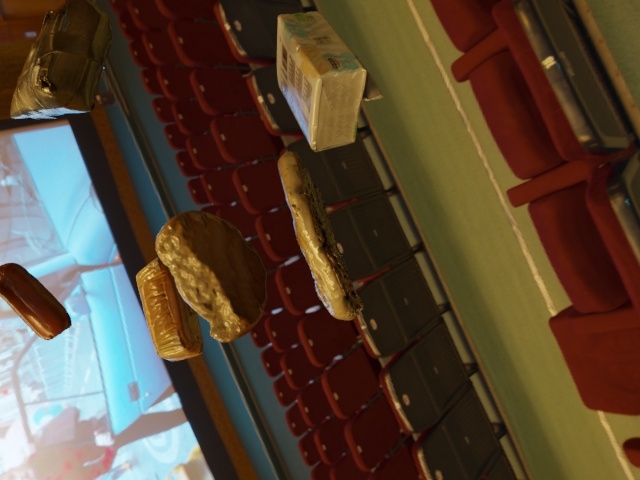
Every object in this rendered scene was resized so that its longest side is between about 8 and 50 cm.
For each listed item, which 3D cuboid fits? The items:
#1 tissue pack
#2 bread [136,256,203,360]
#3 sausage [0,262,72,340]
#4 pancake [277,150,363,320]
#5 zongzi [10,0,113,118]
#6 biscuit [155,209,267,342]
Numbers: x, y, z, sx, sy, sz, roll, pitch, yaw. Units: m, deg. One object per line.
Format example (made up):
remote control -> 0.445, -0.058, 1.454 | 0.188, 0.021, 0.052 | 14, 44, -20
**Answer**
tissue pack -> 0.015, -0.309, 0.860 | 0.159, 0.145, 0.229 | 96, 156, -49
bread -> -0.420, 0.197, 1.266 | 0.288, 0.119, 0.152 | 64, 180, 25
sausage -> -0.625, 0.129, 0.977 | 0.197, 0.076, 0.076 | 48, 150, -4
pancake -> 0.001, -0.001, 0.974 | 0.382, 0.071, 0.382 | -22, -90, -84
zongzi -> -0.575, -0.387, 0.983 | 0.274, 0.125, 0.251 | 2, 75, 37
biscuit -> -0.211, 0.065, 0.943 | 0.091, 0.213, 0.274 | -32, 90, 27
